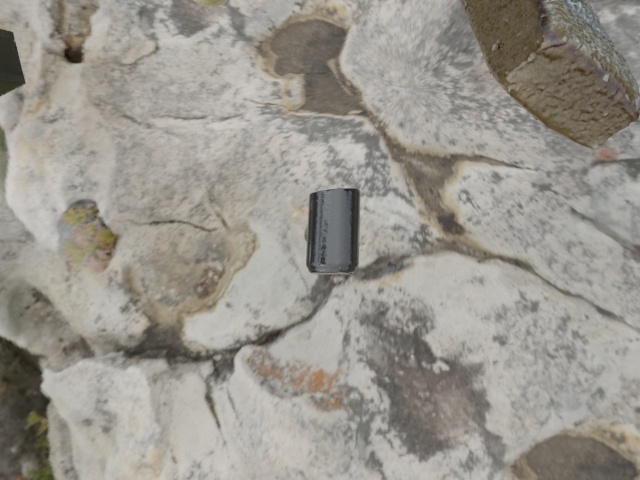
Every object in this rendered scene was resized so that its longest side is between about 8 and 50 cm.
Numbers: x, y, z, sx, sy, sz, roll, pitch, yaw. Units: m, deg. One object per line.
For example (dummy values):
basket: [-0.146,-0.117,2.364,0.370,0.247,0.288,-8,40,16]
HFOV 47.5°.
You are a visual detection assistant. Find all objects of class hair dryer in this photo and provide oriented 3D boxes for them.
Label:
hair dryer: [0.000,-0.002,1.056,0.071,0.248,0.114,3,83,-11]

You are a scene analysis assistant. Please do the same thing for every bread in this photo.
bread: [0.254,-0.300,0.900,0.165,0.416,0.113,23,131,-30]

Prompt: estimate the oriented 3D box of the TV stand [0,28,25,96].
TV stand: [-0.332,-0.097,0.555,0.257,0.049,0.040,-16,86,28]

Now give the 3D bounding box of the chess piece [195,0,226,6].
chess piece: [-0.194,-0.407,1.068,0.094,0.094,0.170,-43,67,13]
